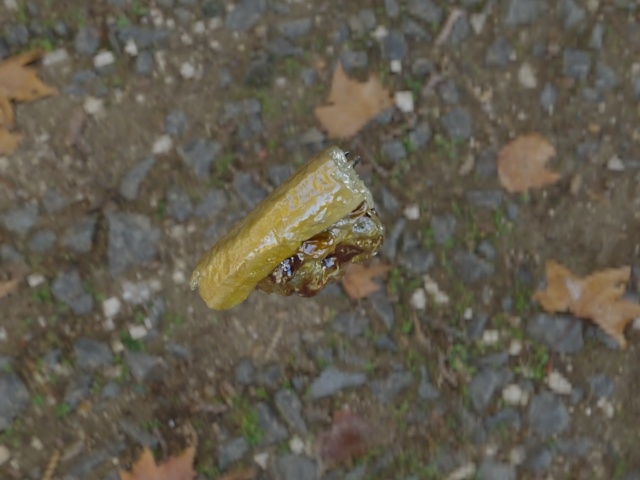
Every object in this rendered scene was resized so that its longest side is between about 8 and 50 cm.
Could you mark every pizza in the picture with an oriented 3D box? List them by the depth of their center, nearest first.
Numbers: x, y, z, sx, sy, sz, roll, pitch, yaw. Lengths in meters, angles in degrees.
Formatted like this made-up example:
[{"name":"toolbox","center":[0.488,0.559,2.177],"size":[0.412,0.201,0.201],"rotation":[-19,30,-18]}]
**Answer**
[{"name":"pizza","center":[0.002,0.000,1.042],"size":[0.154,0.194,0.069],"rotation":[-44,73,23]}]
